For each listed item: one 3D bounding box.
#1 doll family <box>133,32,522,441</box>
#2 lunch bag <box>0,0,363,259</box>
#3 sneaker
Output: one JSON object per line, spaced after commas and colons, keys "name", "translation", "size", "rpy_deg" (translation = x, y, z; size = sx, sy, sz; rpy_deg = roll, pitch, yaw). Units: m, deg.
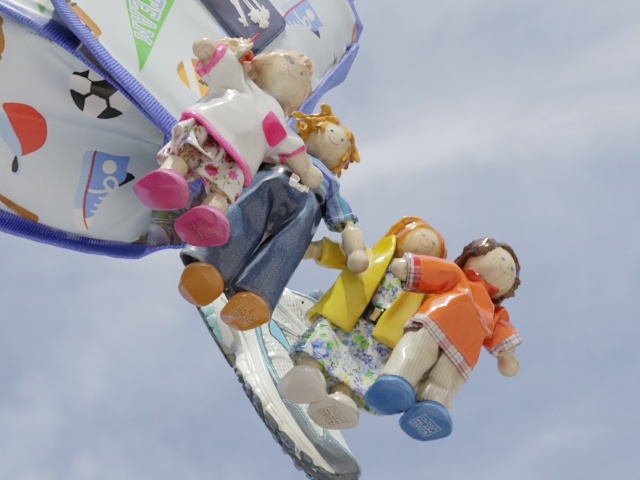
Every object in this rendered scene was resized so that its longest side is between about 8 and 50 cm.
{"name": "doll family", "translation": [0.000, 0.000, 0.742], "size": [0.263, 0.163, 0.118], "rpy_deg": [43, -41, -10]}
{"name": "lunch bag", "translation": [-0.185, -0.168, 0.972], "size": [0.386, 0.328, 0.239], "rpy_deg": [24, -52, 9]}
{"name": "sneaker", "translation": [-0.024, 0.109, 1.220], "size": [0.122, 0.283, 0.110], "rpy_deg": [-31, -32, -6]}
